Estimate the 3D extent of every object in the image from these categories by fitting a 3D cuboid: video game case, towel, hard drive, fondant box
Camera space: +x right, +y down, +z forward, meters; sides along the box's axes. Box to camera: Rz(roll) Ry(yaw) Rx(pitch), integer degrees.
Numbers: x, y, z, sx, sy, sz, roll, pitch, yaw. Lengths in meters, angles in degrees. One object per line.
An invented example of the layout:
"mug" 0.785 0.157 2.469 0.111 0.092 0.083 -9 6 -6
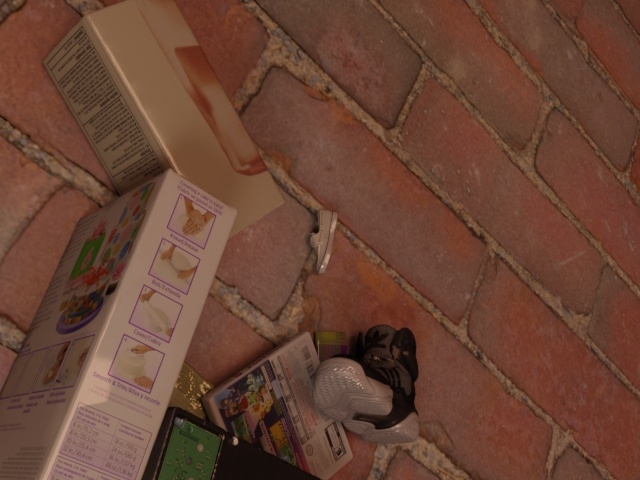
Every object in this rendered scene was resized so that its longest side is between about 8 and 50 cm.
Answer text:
"video game case" -0.051 0.249 1.079 0.183 0.023 0.201 -30 108 -40
"towel" 0.016 0.173 1.181 0.060 0.009 0.083 7 73 -37
"towel" -0.194 0.187 0.996 0.148 0.027 0.110 46 55 -21
"hard drive" -0.095 0.363 0.943 0.339 0.064 0.237 38 52 -38
"fondant box" -0.230 0.111 0.848 0.096 0.238 0.330 31 61 -29

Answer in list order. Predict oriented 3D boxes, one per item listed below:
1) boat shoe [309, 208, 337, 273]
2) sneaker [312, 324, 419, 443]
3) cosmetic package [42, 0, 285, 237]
"boat shoe" 0.000 0.000 1.202 0.035 0.035 0.100 13 72 -7
"sneaker" 0.066 0.177 1.133 0.268 0.101 0.153 51 37 -52
"cosmetic package" -0.190 -0.133 1.003 0.129 0.153 0.296 -35 102 -38
